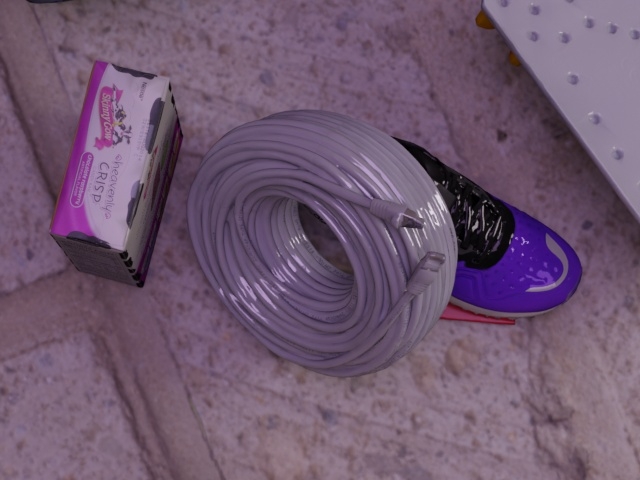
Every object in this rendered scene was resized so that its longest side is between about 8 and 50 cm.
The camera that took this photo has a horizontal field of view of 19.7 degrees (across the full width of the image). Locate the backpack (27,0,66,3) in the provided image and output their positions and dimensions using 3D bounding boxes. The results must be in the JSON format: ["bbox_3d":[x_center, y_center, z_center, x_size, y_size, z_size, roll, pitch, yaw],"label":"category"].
[{"bbox_3d":[-0.205,-0.337,1.697,0.276,0.263,0.213,-17,82,-5],"label":"backpack"}]

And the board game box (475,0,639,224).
[{"bbox_3d":[0.399,-0.159,1.748,0.390,0.050,0.390,-33,83,-21],"label":"board game box"}]

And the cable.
[{"bbox_3d":[0.000,0.000,1.661,0.257,0.257,0.089,37,47,16],"label":"cable"}]

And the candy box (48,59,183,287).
[{"bbox_3d":[-0.181,-0.054,1.667,0.071,0.233,0.159,14,80,0],"label":"candy box"}]

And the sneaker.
[{"bbox_3d":[0.109,-0.021,1.710,0.293,0.146,0.102,25,75,4],"label":"sneaker"}]

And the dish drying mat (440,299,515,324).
[{"bbox_3d":[0.146,0.063,1.771,0.083,0.008,0.032,5,79,0],"label":"dish drying mat"}]
